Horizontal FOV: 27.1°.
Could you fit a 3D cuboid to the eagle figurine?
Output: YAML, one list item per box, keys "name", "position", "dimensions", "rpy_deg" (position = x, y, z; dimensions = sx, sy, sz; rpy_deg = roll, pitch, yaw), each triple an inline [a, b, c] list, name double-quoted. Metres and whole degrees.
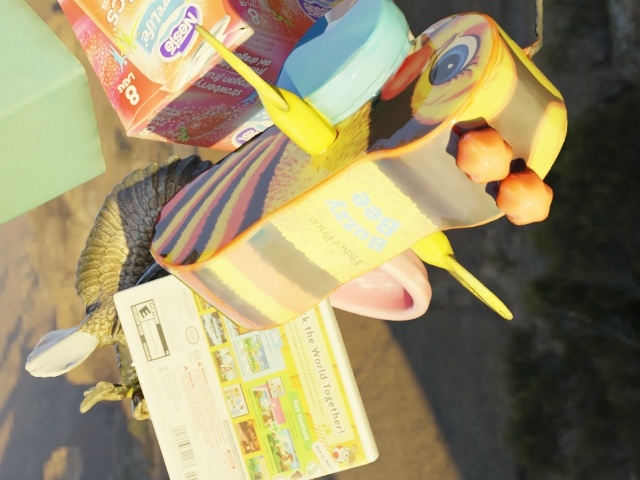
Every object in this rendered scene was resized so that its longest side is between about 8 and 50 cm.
- name: "eagle figurine"
  position: [-0.185, 0.050, 1.525]
  dimensions: [0.225, 0.226, 0.298]
  rpy_deg: [-23, -53, -73]

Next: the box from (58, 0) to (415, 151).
- name: "box"
  position: [-0.045, -0.145, 0.952]
  dimensions: [0.122, 0.257, 0.128]
  rpy_deg: [-38, 70, 26]

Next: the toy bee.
- name: "toy bee"
  position: [0.033, -0.048, 0.578]
  dimensions: [0.298, 0.195, 0.162]
  rpy_deg: [-59, 18, 29]

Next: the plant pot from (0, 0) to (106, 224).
- name: "plant pot"
  position: [-0.343, -0.098, 1.199]
  dimensions: [0.166, 0.234, 0.165]
  rpy_deg: [46, 158, 22]

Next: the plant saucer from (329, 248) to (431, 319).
- name: "plant saucer"
  position: [0.000, 0.000, 1.779]
  dimensions: [0.332, 0.332, 0.084]
  rpy_deg: [130, 164, -73]

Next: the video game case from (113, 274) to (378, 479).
- name: "video game case"
  position: [-0.074, 0.129, 1.281]
  dimensions: [0.026, 0.206, 0.227]
  rpy_deg: [-13, -95, -74]
